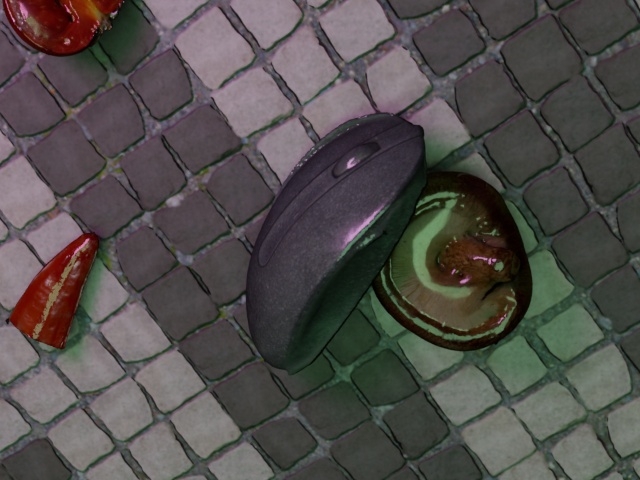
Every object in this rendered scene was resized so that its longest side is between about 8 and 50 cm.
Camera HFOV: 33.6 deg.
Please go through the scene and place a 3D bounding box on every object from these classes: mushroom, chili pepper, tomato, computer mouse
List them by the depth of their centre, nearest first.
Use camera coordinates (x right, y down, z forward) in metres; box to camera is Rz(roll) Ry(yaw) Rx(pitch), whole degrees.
[{"bbox_3d":[-0.319,-0.302,1.313,0.139,0.091,0.159,37,79,-17],"label":"tomato"},{"bbox_3d":[-0.002,0.000,1.323,0.114,0.203,0.374,19,114,-26],"label":"computer mouse"},{"bbox_3d":[0.166,0.025,1.360,0.194,0.138,0.231,-12,95,21],"label":"mushroom"},{"bbox_3d":[-0.347,0.058,1.437,0.088,0.065,0.169,30,103,-6],"label":"chili pepper"}]
